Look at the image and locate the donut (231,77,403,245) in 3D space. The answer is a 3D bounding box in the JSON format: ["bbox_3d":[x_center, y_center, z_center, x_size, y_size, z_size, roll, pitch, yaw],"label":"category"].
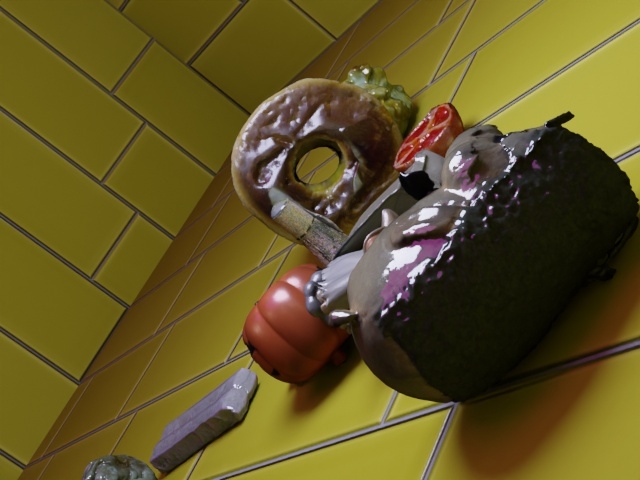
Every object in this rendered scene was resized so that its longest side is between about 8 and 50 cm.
[{"bbox_3d":[-0.007,-0.144,2.072,0.330,0.330,0.160,-52,3,-2],"label":"donut"}]

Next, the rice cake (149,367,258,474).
[{"bbox_3d":[-0.220,0.338,2.026,0.298,0.050,0.106,-40,18,42],"label":"rice cake"}]

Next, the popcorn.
[{"bbox_3d":[0.092,-0.262,2.273,0.204,0.184,0.221,-37,3,7],"label":"popcorn"}]

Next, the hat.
[{"bbox_3d":[0.141,-0.032,1.655,0.245,0.149,0.214,-60,-3,21],"label":"hat"}]

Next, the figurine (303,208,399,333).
[{"bbox_3d":[0.114,0.033,1.465,0.387,0.207,0.166,-30,69,55],"label":"figurine"}]

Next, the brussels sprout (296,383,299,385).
[{"bbox_3d":[-0.042,0.202,1.797,0.085,0.058,0.085,-55,-3,-4],"label":"brussels sprout"}]

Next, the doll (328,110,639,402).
[{"bbox_3d":[0.176,0.013,1.201,0.349,0.247,0.247,-41,15,7],"label":"doll"}]

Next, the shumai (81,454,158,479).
[{"bbox_3d":[-0.347,0.470,1.954,0.142,0.184,0.184,-2,47,41],"label":"shumai"}]

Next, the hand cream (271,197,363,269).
[{"bbox_3d":[0.000,0.000,1.850,0.084,0.203,0.084,-49,13,16],"label":"hand cream"}]

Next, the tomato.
[{"bbox_3d":[0.200,-0.164,1.898,0.155,0.069,0.155,-44,16,16],"label":"tomato"}]

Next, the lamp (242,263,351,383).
[{"bbox_3d":[-0.023,0.136,1.691,0.187,0.164,0.187,-47,-11,-11],"label":"lamp"}]
